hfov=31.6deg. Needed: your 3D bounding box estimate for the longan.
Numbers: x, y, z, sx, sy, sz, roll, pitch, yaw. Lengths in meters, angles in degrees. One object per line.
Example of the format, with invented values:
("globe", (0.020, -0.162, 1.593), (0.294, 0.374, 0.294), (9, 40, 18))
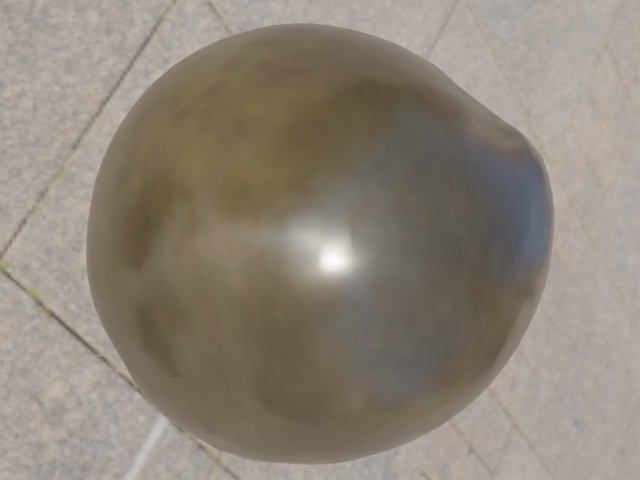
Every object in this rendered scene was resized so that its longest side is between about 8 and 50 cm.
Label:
("longan", (0.000, 0.000, 0.618), (0.258, 0.258, 0.258), (-9, 102, -50))
